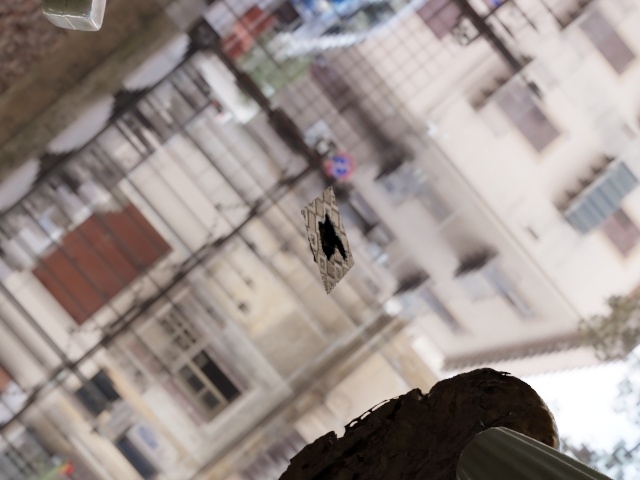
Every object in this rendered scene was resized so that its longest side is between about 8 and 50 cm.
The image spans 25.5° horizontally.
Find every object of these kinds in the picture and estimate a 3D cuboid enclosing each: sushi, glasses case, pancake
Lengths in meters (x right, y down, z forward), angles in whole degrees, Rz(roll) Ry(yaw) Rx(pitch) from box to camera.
[{"bbox_3d":[0.000,0.000,1.885,0.026,0.120,0.126,-11,-166,22],"label":"sushi"},{"bbox_3d":[-0.317,-0.449,1.931,0.131,0.070,0.313,148,-49,-87],"label":"glasses case"},{"bbox_3d":[0.065,0.279,1.445,0.382,0.071,0.382,-32,-159,14],"label":"pancake"}]

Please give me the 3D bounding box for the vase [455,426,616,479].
[{"bbox_3d":[0.208,0.237,1.092,0.128,0.248,0.128,-27,137,-29],"label":"vase"}]
